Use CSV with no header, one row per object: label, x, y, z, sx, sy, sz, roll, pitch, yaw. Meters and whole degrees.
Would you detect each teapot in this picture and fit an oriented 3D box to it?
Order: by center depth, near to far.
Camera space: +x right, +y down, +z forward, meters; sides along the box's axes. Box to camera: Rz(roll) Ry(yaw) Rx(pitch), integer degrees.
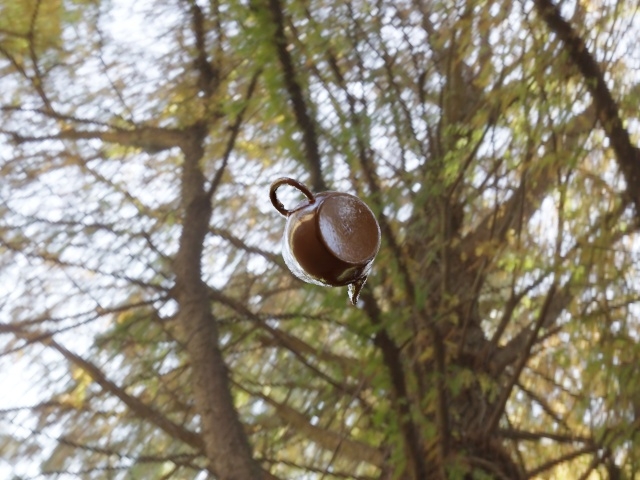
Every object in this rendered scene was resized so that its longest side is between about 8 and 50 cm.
teapot,0.000,0.000,1.190,0.116,0.116,0.173,-36,-82,29
